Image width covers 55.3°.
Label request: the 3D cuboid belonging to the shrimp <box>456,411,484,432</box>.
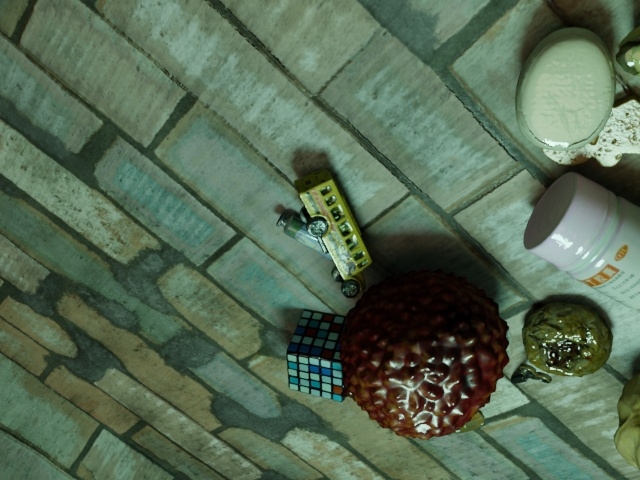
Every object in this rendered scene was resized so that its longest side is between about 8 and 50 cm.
[{"bbox_3d":[0.424,0.595,1.991,0.236,0.053,0.133,-25,135,31],"label":"shrimp"}]

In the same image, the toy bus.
[{"bbox_3d":[0.041,-0.013,1.567,0.123,0.121,0.335,-28,114,0],"label":"toy bus"}]

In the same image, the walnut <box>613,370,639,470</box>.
[{"bbox_3d":[0.918,0.470,1.471,0.384,0.383,0.383,11,130,13],"label":"walnut"}]

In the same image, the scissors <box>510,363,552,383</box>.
[{"bbox_3d":[0.569,0.380,1.700,0.088,0.017,0.220,27,163,7],"label":"scissors"}]

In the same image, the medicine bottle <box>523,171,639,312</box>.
[{"bbox_3d":[0.627,0.010,1.320,0.316,0.202,0.202,28,132,-1],"label":"medicine bottle"}]

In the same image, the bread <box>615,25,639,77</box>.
[{"bbox_3d":[0.655,-0.327,1.057,0.262,0.162,0.204,36,133,-29],"label":"bread"}]

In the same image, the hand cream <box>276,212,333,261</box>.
[{"bbox_3d":[0.000,0.000,1.668,0.256,0.055,0.088,28,126,-12],"label":"hand cream"}]

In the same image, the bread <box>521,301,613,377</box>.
[{"bbox_3d":[0.635,0.266,1.581,0.230,0.123,0.230,12,133,13],"label":"bread"}]

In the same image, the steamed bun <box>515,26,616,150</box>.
[{"bbox_3d":[0.469,-0.291,1.178,0.177,0.131,0.228,4,109,16],"label":"steamed bun"}]

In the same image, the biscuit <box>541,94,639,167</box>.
[{"bbox_3d":[0.561,-0.223,1.267,0.226,0.036,0.166,-11,119,31],"label":"biscuit"}]

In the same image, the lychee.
[{"bbox_3d":[0.236,0.295,1.556,0.500,0.424,0.424,-39,107,21],"label":"lychee"}]

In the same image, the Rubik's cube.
[{"bbox_3d":[0.011,0.346,1.851,0.184,0.182,0.187,10,131,14],"label":"Rubik's cube"}]
